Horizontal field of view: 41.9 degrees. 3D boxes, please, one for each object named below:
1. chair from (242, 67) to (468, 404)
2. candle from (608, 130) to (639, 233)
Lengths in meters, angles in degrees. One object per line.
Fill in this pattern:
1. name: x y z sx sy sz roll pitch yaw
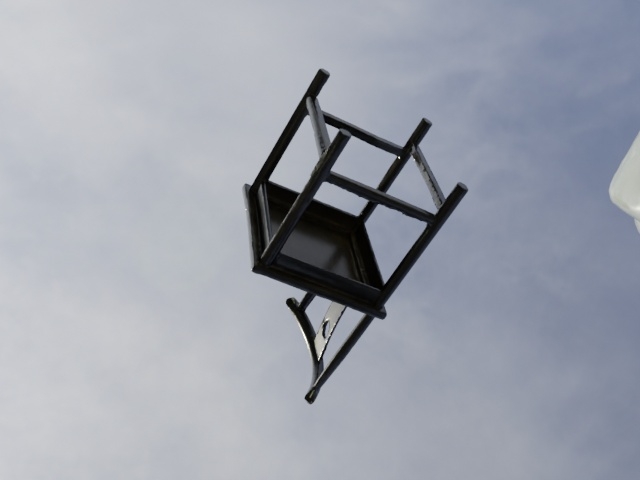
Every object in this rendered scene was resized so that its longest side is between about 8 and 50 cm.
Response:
1. chair: 0.000 0.000 0.775 0.260 0.141 0.154 -57 -156 25
2. candle: 0.271 -0.054 0.391 0.221 0.221 0.342 34 -75 24
